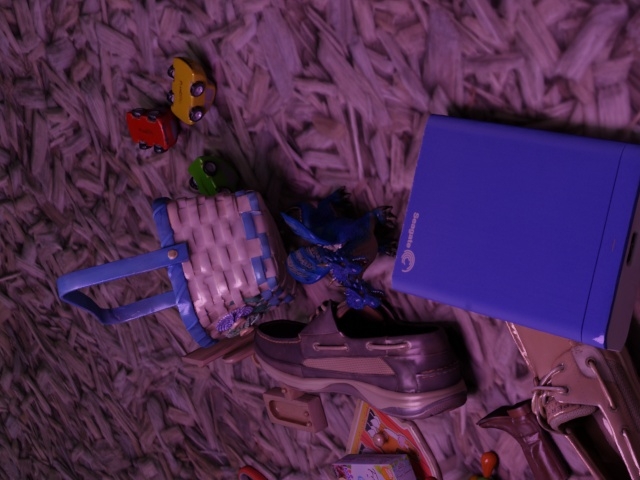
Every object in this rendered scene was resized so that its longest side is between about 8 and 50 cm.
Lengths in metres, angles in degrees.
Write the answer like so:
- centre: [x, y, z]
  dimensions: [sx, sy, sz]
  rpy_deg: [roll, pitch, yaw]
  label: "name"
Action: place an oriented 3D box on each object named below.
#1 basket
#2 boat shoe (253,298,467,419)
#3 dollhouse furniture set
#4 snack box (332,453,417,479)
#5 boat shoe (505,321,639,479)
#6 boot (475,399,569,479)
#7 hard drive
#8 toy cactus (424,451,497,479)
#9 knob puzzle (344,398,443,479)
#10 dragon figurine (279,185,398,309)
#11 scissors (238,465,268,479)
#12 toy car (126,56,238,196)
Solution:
- centre: [-0.190, 0.047, 2.046]
  dimensions: [0.255, 0.289, 0.201]
  rpy_deg: [51, -153, -77]
  label: "basket"
- centre: [0.051, 0.133, 1.997]
  dimensions: [0.355, 0.132, 0.130]
  rpy_deg: [10, 108, 43]
  label: "boat shoe"
- centre: [-0.097, 0.222, 2.232]
  dimensions: [0.144, 0.123, 0.151]
  rpy_deg: [5, 115, 52]
  label: "dollhouse furniture set"
- centre: [0.083, 0.345, 2.090]
  dimensions: [0.141, 0.037, 0.100]
  rpy_deg: [-11, 103, 55]
  label: "snack box"
- centre: [0.282, 0.165, 1.644]
  dimensions: [0.302, 0.098, 0.109]
  rpy_deg: [55, 145, 15]
  label: "boat shoe"
- centre: [0.250, 0.259, 1.871]
  dimensions: [0.114, 0.037, 0.106]
  rpy_deg: [60, 149, -2]
  label: "boot"
- centre: [0.216, -0.017, 1.648]
  dimensions: [0.319, 0.040, 0.210]
  rpy_deg: [14, 93, 49]
  label: "hard drive"
- centre: [0.199, 0.347, 1.878]
  dimensions: [0.219, 0.180, 0.112]
  rpy_deg: [29, 113, 34]
  label: "toy cactus"
- centre: [0.103, 0.321, 2.111]
  dimensions: [0.213, 0.030, 0.213]
  rpy_deg: [31, 134, 39]
  label: "knob puzzle"
- centre: [0.000, 0.000, 1.940]
  dimensions: [0.289, 0.144, 0.085]
  rpy_deg: [25, 130, 44]
  label: "dragon figurine"
- centre: [-0.037, 0.471, 2.404]
  dimensions: [0.297, 0.021, 0.109]
  rpy_deg: [38, 137, 36]
  label: "scissors"
- centre: [-0.175, -0.133, 2.175]
  dimensions: [0.225, 0.053, 0.239]
  rpy_deg: [60, 147, 5]
  label: "toy car"
